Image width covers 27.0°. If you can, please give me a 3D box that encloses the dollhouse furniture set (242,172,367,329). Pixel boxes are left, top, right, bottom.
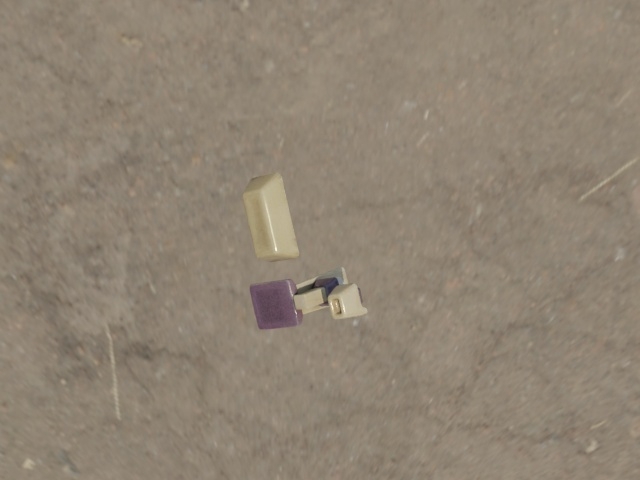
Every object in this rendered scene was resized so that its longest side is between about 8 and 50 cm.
[{"bbox_3d":[0.000,0.000,0.999,0.081,0.091,0.114,-17,96,-50],"label":"dollhouse furniture set"}]
